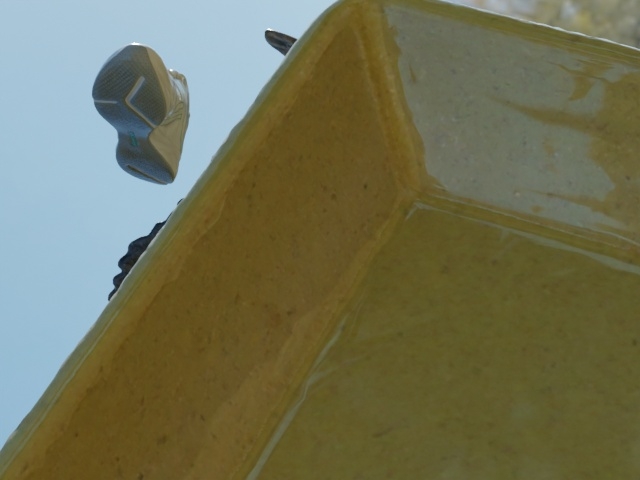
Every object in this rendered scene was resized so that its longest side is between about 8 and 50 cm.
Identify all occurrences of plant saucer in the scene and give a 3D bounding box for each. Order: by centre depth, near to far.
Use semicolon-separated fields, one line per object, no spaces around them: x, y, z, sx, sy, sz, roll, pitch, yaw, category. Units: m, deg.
0.088;0.080;0.559;0.333;0.332;0.081;-57;-26;-36;plant saucer

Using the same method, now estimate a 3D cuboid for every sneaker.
-0.117;-0.097;1.204;0.152;0.053;0.061;90;-161;-65;sneaker

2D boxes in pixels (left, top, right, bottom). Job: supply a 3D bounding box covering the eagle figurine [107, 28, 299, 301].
0.006;0.006;1.293;0.225;0.226;0.298;36;-107;-30;eagle figurine
